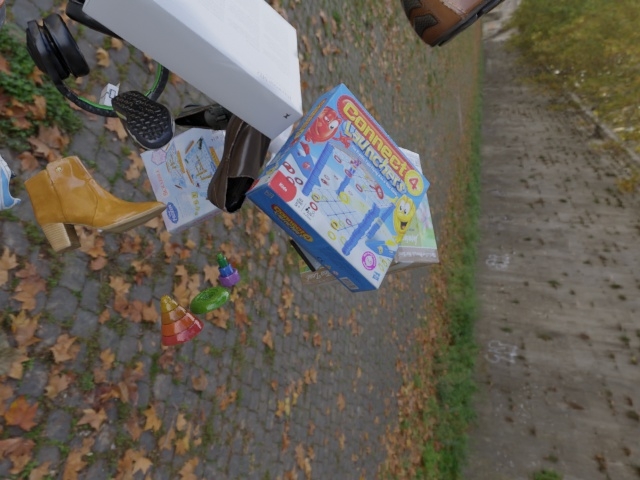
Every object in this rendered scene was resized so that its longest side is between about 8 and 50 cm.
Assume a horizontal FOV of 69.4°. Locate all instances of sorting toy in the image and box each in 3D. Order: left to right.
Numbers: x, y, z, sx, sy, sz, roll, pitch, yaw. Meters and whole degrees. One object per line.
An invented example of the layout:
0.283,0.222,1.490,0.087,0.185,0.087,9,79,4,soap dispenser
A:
-0.357,0.148,1.354,0.365,0.127,0.126,-55,130,-56,sorting toy

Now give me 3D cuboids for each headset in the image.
-0.510,-0.446,0.975,0.243,0.185,0.394,-45,126,-3,headset

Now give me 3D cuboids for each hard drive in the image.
0.000,0.000,1.123,0.135,0.022,0.094,-42,99,-35,hard drive

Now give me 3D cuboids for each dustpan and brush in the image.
-0.170,-0.345,1.744,0.060,0.147,0.211,42,59,-18,dustpan and brush

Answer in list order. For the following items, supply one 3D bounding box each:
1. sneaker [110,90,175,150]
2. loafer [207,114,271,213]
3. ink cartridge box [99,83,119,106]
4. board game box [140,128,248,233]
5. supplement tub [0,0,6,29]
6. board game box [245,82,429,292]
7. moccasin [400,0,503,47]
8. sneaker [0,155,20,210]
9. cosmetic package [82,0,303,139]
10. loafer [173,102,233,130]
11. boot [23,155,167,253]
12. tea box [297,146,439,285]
-0.337,-0.219,0.913,0.234,0.084,0.097,46,-25,41,sneaker
-0.213,-0.228,1.347,0.134,0.130,0.365,1,127,-38,loafer
-0.561,-0.379,1.223,0.028,0.048,0.083,21,63,-41,ink cartridge box
-0.441,-0.230,1.639,0.066,0.318,0.318,33,34,-76,board game box
-0.816,-0.480,0.992,0.194,0.316,0.193,27,54,-44,supplement tub
0.054,-0.105,0.949,0.308,0.086,0.301,43,59,-21,board game box
0.262,-0.420,0.626,0.146,0.380,0.139,55,-1,-9,moccasin
-0.818,-0.192,1.149,0.086,0.085,0.236,-23,109,-48,sneaker
-0.200,-0.397,0.842,0.377,0.098,0.284,29,41,-39,cosmetic package
-0.341,-0.373,1.424,0.084,0.268,0.096,-49,135,-38,loafer
-0.549,-0.113,1.124,0.104,0.296,0.211,140,-72,-81,boot
0.111,-0.057,1.295,0.220,0.329,0.322,2,74,-47,tea box
